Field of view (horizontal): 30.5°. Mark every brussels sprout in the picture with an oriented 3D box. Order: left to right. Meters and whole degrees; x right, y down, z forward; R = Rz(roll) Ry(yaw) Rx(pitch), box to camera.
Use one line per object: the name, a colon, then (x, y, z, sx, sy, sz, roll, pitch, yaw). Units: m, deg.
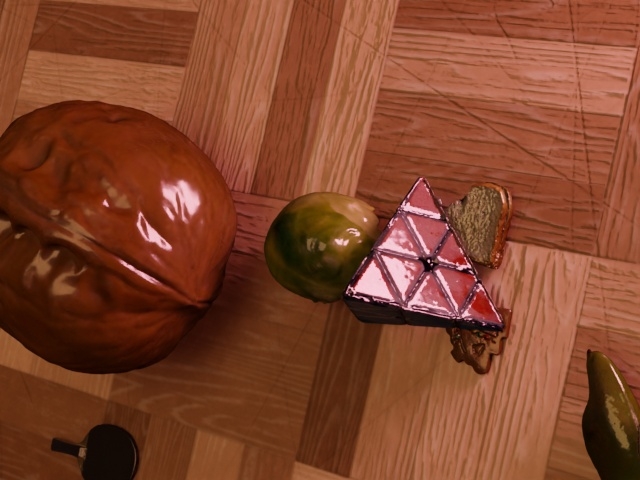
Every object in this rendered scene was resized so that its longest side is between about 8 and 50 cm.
brussels sprout: (-0.005, 0.000, 1.475, 0.151, 0.122, 0.149, -42, 41, 29)

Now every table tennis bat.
table tennis bat: (-0.327, 0.310, 1.698, 0.158, 0.014, 0.095, 7, 86, 31)

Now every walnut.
walnut: (-0.299, -0.007, 1.562, 0.398, 0.308, 0.354, 25, 96, 34)

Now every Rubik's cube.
Rubik's cube: (0.109, 0.082, 1.431, 0.190, 0.211, 0.178, 40, 145, 0)

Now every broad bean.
broad bean: (0.338, 0.272, 1.268, 0.067, 0.075, 0.325, -15, 74, 2)

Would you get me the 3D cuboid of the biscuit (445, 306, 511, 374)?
biscuit: (0.195, 0.114, 1.412, 0.092, 0.016, 0.082, -41, 63, 21)

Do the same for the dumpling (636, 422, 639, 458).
dumpling: (0.416, 0.249, 1.169, 0.142, 0.172, 0.247, -31, 82, -22)

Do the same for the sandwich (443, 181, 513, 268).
sandwich: (0.188, -0.023, 1.428, 0.093, 0.036, 0.105, 18, 91, 32)
